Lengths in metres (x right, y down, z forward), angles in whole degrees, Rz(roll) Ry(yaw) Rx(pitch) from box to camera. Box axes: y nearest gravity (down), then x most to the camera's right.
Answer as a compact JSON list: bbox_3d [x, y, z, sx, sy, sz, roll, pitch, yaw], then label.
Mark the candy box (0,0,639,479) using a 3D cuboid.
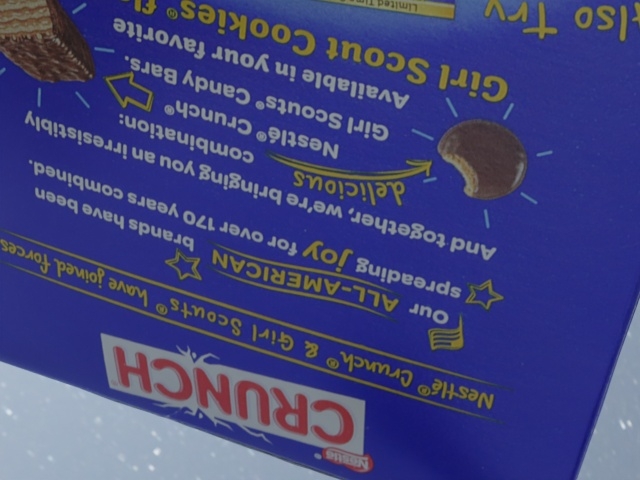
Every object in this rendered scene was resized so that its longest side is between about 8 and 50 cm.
[{"bbox_3d":[-0.005,-0.074,0.420,0.268,0.317,0.122,17,-144,11],"label":"candy box"}]
